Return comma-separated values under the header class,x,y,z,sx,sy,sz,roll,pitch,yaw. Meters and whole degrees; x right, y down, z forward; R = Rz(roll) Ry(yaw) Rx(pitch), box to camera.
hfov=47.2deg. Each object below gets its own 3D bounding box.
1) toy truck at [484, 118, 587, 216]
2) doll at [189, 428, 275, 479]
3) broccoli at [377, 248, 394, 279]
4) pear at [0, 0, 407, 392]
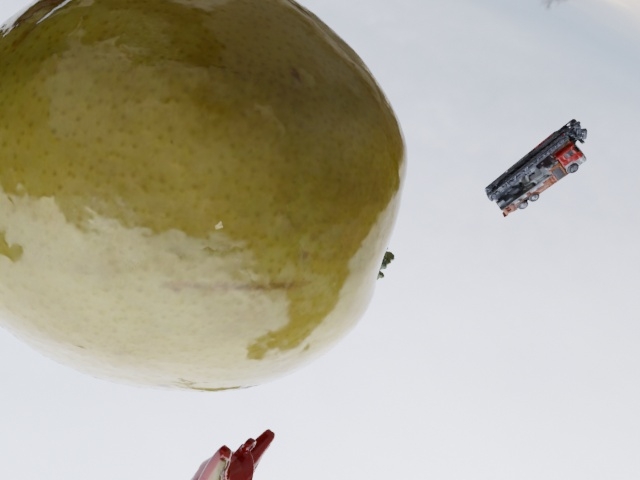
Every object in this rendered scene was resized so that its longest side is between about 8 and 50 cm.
class,x,y,z,sx,sy,sz,roll,pitch,yaw
toy truck,0.160,-0.053,0.534,0.032,0.083,0.024,40,-157,-33
doll,-0.115,0.262,0.730,0.057,0.169,0.109,42,-170,19
broccoli,0.003,0.005,1.052,0.242,0.180,0.273,41,-123,-19
pear,-0.099,-0.044,0.521,0.314,0.314,0.314,19,-149,-12
